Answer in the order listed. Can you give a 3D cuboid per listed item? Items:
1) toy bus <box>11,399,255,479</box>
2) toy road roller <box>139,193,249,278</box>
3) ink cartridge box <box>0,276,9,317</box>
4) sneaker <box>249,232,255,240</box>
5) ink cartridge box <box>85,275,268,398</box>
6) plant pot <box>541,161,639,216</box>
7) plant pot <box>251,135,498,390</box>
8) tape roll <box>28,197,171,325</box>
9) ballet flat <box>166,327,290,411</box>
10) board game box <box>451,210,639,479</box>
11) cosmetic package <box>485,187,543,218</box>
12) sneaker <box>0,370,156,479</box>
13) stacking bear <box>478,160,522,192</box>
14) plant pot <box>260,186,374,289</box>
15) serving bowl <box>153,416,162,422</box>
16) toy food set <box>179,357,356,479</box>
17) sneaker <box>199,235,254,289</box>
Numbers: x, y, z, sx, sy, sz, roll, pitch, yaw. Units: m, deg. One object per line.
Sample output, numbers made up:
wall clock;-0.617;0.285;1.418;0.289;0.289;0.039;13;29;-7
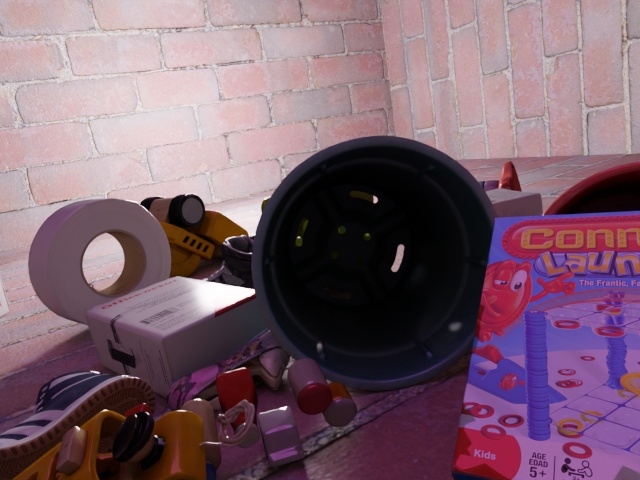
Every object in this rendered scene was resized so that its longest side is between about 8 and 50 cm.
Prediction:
toy bus;-0.188;0.208;0.459;0.191;0.104;0.202;-7;46;42
toy road roller;-0.395;0.019;1.517;0.203;0.240;0.330;0;-22;37
ink cartridge box;-0.908;0.129;1.216;0.131;0.226;0.306;-8;12;0
sneaker;-0.175;-0.009;1.681;0.161;0.057;0.075;-7;18;23
ink cartridge box;-0.245;0.154;0.889;0.273;0.114;0.197;5;19;44
plant pot;0.426;0.029;0.705;0.275;0.274;0.243;-4;4;23
plant pot;0.070;0.022;0.845;0.342;0.340;0.334;-10;4;-3
tape roll;-0.478;0.047;1.142;0.100;0.286;0.286;2;17;42
ballet flat;-0.108;0.195;0.743;0.222;0.076;0.079;-23;37;-32
board game box;0.301;0.106;0.465;0.308;0.086;0.301;-2;46;30
cosmetic package;0.369;-0.022;1.140;0.184;0.151;0.151;-12;12;-13
sneaker;-0.349;0.247;0.606;0.282;0.099;0.153;-27;14;-38
stacking bear;0.378;-0.074;1.364;0.289;0.164;0.175;-14;23;30
plant pot;0.000;0.000;1.116;0.228;0.207;0.227;-10;0;-7
serving bowl;-0.220;0.249;0.654;0.084;0.027;0.083;-9;13;2
toy food set;-0.064;0.209;0.550;0.233;0.111;0.104;-11;25;-13
sneaker;-0.210;0.069;1.150;0.269;0.153;0.101;-3;14;26
